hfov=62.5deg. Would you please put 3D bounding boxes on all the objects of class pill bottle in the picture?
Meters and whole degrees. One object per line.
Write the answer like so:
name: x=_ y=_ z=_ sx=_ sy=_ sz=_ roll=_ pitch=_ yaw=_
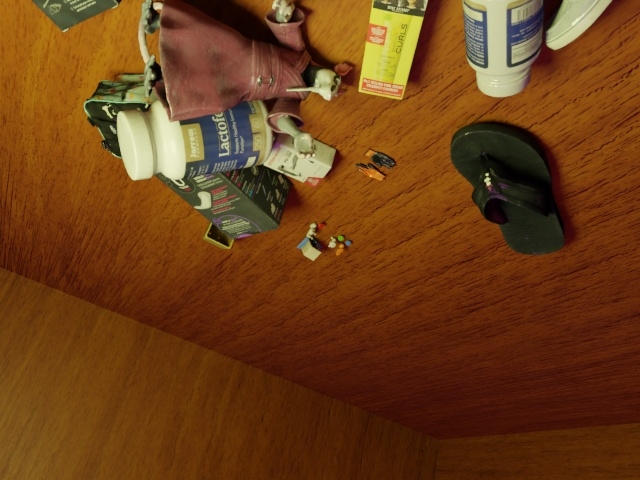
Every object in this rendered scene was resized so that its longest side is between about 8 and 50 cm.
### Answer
pill bottle: x=0.274 y=-0.315 z=0.792 sx=0.112 sy=0.112 sz=0.186 roll=2 pitch=147 yaw=20
pill bottle: x=-0.238 y=-0.199 z=1.009 sx=0.265 sy=0.153 sz=0.153 roll=-16 pitch=162 yaw=-28

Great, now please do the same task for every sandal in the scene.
sandal: x=0.417 y=-0.078 z=1.118 sx=0.168 sy=0.107 sz=0.446 roll=-12 pitch=140 yaw=37

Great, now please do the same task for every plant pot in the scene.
plant pot: x=-0.299 y=-0.022 z=1.547 sx=0.081 sy=0.081 sz=0.083 roll=29 pitch=159 yaw=-22

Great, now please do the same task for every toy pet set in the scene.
toy pet set: x=0.000 y=0.000 z=1.492 sx=0.122 sy=0.065 sz=0.114 roll=33 pitch=110 yaw=-33

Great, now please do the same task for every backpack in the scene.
backpack: x=-0.368 y=-0.261 z=1.116 sx=0.188 sy=0.144 sz=0.165 roll=8 pitch=141 yaw=15

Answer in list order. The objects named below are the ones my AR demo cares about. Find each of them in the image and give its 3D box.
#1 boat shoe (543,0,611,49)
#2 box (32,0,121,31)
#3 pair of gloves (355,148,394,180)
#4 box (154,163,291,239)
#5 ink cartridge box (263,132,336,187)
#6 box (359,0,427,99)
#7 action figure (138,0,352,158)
boat shoe: x=0.369 y=-0.367 z=0.711 sx=0.081 sy=0.079 sz=0.227 roll=26 pitch=142 yaw=-6
box: x=-0.423 y=-0.457 z=0.873 sx=0.156 sy=0.093 sz=0.158 roll=-6 pitch=145 yaw=31
pair of gloves: x=0.123 y=-0.170 z=1.188 sx=0.074 sy=0.010 sz=0.083 roll=24 pitch=145 yaw=-12
box: x=-0.221 y=-0.143 z=1.247 sx=0.165 sy=0.143 sz=0.270 roll=-12 pitch=139 yaw=34
ink cartridge box: x=-0.048 y=-0.187 z=1.187 sx=0.135 sy=0.056 sz=0.099 roll=22 pitch=149 yaw=-13
box: x=0.119 y=-0.342 z=0.864 sx=0.087 sy=0.058 sz=0.232 roll=12 pitch=149 yaw=2
action figure: x=-0.122 y=-0.287 z=0.934 sx=0.370 sy=0.248 sz=0.276 roll=0 pitch=-165 yaw=-26
